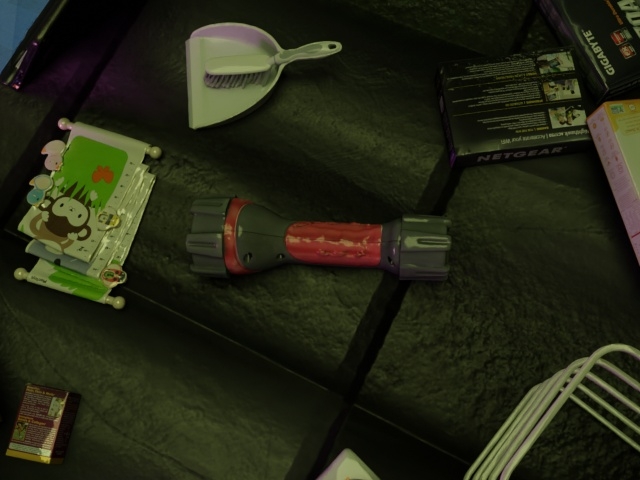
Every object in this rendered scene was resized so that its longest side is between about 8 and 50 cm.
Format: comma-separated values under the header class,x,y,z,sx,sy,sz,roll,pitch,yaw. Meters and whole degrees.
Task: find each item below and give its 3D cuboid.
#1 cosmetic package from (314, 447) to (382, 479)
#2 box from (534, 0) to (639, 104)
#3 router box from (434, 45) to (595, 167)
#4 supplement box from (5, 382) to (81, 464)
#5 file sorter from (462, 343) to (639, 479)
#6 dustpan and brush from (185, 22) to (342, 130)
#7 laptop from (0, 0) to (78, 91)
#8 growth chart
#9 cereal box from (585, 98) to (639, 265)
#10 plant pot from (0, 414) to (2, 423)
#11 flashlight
class,x,y,z,sx,sy,sz,roll,pitch,yaw
cosmetic package,0.108,0.445,0.729,0.453,0.161,0.230,43,79,13
box,0.395,-0.309,1.001,0.175,0.051,0.220,-22,74,-4
router box,0.245,-0.171,0.968,0.178,0.046,0.133,-7,73,1
supplement box,-0.320,0.213,0.878,0.055,0.043,0.083,11,75,6
file sorter,0.261,0.231,0.727,0.173,0.278,0.193,38,78,14
dustpan and brush,-0.076,-0.230,0.993,0.211,0.060,0.147,-6,73,1
laptop,-0.386,-0.422,0.982,0.236,0.408,0.382,34,75,-23
growth chart,-0.300,-0.040,0.967,0.172,0.021,0.237,10,73,6
cereal box,0.436,-0.058,0.904,0.173,0.047,0.240,-8,72,-18
plant pot,-0.482,0.143,0.830,0.237,0.237,0.254,-40,89,-9
flashlight,0.000,0.000,0.893,0.304,0.103,0.103,3,39,8
